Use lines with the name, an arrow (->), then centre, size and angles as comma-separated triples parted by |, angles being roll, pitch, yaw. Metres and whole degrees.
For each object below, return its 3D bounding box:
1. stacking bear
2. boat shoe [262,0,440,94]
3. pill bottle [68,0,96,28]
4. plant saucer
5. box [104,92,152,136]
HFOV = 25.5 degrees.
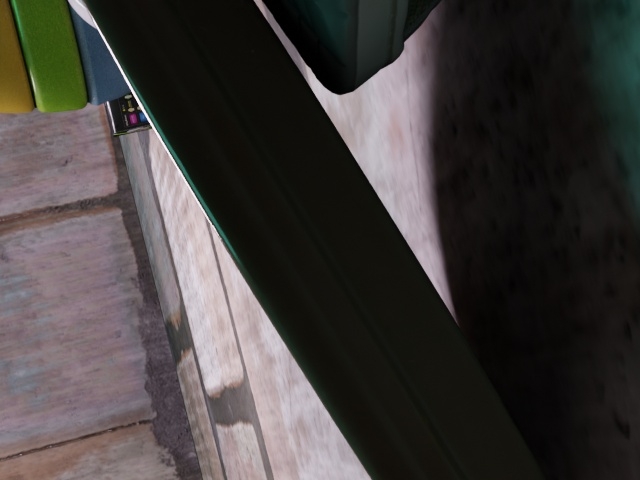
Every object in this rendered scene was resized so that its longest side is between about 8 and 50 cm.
stacking bear -> -0.218, -0.160, 0.967 | 0.164, 0.289, 0.175 | 92, 162, -56
boat shoe -> 0.015, -0.121, 0.326 | 0.118, 0.103, 0.320 | 56, 173, 7
pill bottle -> -0.093, -0.189, 0.730 | 0.208, 0.119, 0.119 | 109, 147, -73
plant saucer -> 0.000, 0.000, 0.457 | 0.278, 0.041, 0.278 | 58, -179, -2
box -> -0.136, -0.119, 1.166 | 0.062, 0.083, 0.052 | -175, 72, -80
